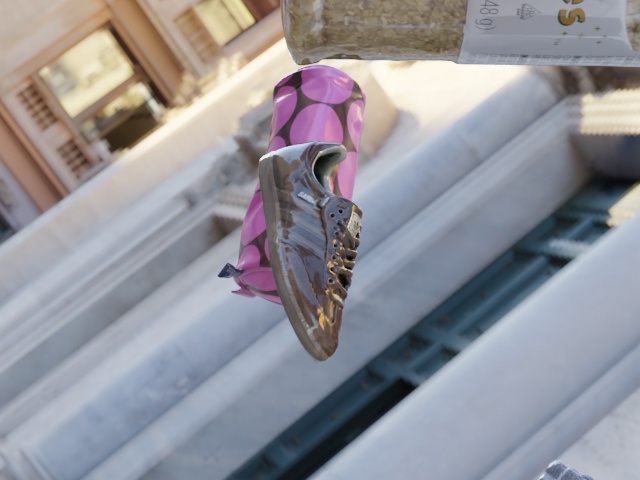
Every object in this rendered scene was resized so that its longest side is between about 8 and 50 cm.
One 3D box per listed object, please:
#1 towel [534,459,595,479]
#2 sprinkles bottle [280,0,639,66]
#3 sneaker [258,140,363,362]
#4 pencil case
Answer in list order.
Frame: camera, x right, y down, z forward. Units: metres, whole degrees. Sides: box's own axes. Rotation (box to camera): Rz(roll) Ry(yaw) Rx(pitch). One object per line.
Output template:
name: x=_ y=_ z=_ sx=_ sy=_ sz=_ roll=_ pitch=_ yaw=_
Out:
towel: x=0.208 y=0.323 z=0.973 sx=0.283 sy=0.235 sz=0.121 roll=34 pitch=-2 yaw=34
sprinkles bottle: x=0.159 y=-0.146 z=0.682 sx=0.121 sy=0.355 sz=0.121 roll=1 pitch=90 yaw=-89
sneaker: x=0.000 y=0.000 z=1.022 sx=0.066 sy=0.071 sz=0.188 roll=52 pitch=21 yaw=-58
pencil case: x=-0.021 y=-0.047 z=1.173 sx=0.095 sy=0.209 sz=0.098 roll=26 pitch=-25 yaw=-28
